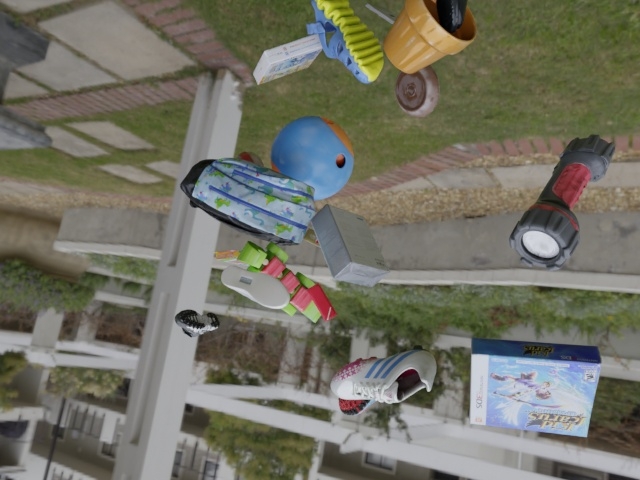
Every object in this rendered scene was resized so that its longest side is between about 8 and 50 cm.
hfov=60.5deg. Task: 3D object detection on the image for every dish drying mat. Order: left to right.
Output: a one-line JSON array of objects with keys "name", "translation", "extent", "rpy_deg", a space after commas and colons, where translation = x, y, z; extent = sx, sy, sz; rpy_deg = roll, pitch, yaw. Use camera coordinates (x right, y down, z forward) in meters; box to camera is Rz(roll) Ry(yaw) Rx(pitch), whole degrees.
[{"name": "dish drying mat", "translation": [0.003, 0.138, 1.223], "extent": [0.032, 0.083, 0.008], "rpy_deg": [-31, 177, 2]}]

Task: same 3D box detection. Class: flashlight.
[{"name": "flashlight", "translation": [0.435, -0.079, 0.958], "extent": [0.103, 0.304, 0.103], "rpy_deg": [33, 147, 18]}]

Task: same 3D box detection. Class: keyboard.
[{"name": "keyboard", "translation": [0.237, -0.775, 1.895], "extent": [0.072, 0.014, 0.256], "rpy_deg": [0, -144, -25]}]

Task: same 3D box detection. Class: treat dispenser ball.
[{"name": "treat dispenser ball", "translation": [-0.028, -0.282, 1.889], "extent": [0.288, 0.288, 0.288], "rpy_deg": [9, 169, 2]}]

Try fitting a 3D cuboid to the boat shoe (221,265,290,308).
[{"name": "boat shoe", "translation": [-0.134, 0.107, 1.188], "extent": [0.184, 0.066, 0.063], "rpy_deg": [11, 163, 31]}]

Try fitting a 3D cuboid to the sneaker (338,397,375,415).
[{"name": "sneaker", "translation": [0.171, 0.463, 1.684], "extent": [0.262, 0.104, 0.125], "rpy_deg": [-40, 139, 27]}]

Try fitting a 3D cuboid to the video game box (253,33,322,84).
[{"name": "video game box", "translation": [-0.098, -0.550, 1.667], "extent": [0.187, 0.048, 0.205], "rpy_deg": [-22, -176, -15]}]

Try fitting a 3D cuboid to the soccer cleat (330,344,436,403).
[{"name": "soccer cleat", "translation": [0.162, 0.392, 1.515], "extent": [0.331, 0.143, 0.116], "rpy_deg": [-26, 115, 25]}]

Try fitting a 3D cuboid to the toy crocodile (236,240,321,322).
[{"name": "toy crocodile", "translation": [-0.096, 0.115, 1.487], "extent": [0.340, 0.115, 0.105], "rpy_deg": [49, 167, -32]}]

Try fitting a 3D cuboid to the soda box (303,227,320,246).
[{"name": "soda box", "translation": [0.000, 0.000, 2.382], "extent": [0.061, 0.058, 0.181], "rpy_deg": [28, 177, -35]}]

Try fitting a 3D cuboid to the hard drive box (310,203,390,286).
[{"name": "hard drive box", "translation": [0.091, 0.017, 1.709], "extent": [0.181, 0.232, 0.089], "rpy_deg": [17, 131, -42]}]

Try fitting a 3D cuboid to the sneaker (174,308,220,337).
[{"name": "sneaker", "translation": [-0.447, 0.296, 1.904], "extent": [0.106, 0.078, 0.234], "rpy_deg": [-31, 162, 12]}]

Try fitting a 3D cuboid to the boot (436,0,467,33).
[{"name": "boot", "translation": [0.400, -0.661, 1.392], "extent": [0.207, 0.246, 0.094], "rpy_deg": [-8, -178, -9]}]

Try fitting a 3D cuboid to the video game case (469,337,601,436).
[{"name": "video game case", "translation": [0.486, 0.342, 1.274], "extent": [0.270, 0.061, 0.244], "rpy_deg": [1, 125, 16]}]

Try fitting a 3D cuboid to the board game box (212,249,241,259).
[{"name": "board game box", "translation": [-0.287, 0.074, 2.145], "extent": [0.124, 0.039, 0.259], "rpy_deg": [-7, 163, 39]}]

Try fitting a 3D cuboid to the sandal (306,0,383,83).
[{"name": "sandal", "translation": [0.062, -0.563, 1.547], "extent": [0.126, 0.317, 0.138], "rpy_deg": [-16, 160, -39]}]

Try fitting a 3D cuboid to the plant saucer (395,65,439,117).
[{"name": "plant saucer", "translation": [0.323, -0.521, 1.897], "extent": [0.036, 0.198, 0.199], "rpy_deg": [-19, -172, -37]}]

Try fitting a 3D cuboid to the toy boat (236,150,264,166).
[{"name": "toy boat", "translation": [-0.260, -0.185, 1.910], "extent": [0.151, 0.231, 0.151], "rpy_deg": [-21, -155, -13]}]

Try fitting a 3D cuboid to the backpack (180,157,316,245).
[{"name": "backpack", "translation": [-0.187, -0.114, 1.655], "extent": [0.355, 0.273, 0.290], "rpy_deg": [40, -176, 30]}]

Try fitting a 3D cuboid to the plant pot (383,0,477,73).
[{"name": "plant pot", "translation": [0.274, -0.553, 1.460], "extent": [0.205, 0.205, 0.188], "rpy_deg": [16, 149, -30]}]
